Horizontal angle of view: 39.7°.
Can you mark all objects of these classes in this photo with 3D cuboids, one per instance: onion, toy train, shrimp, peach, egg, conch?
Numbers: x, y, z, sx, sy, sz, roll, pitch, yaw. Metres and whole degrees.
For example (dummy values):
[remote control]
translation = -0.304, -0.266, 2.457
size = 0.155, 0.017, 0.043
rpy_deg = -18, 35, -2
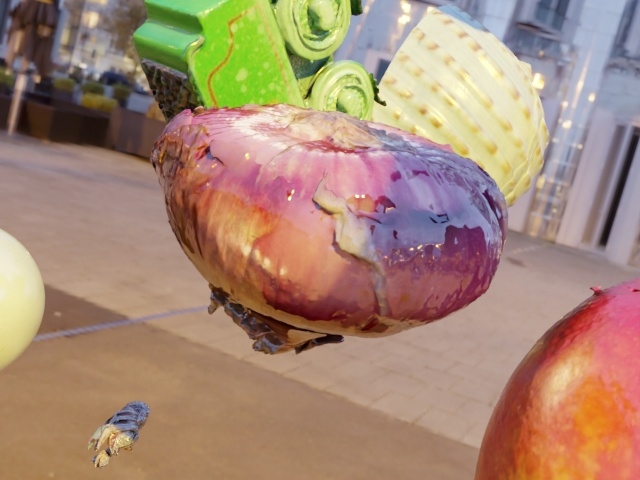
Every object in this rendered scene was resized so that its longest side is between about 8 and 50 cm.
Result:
[onion]
translation = 0.000, 0.000, 0.567
size = 0.230, 0.163, 0.230
rpy_deg = 12, 10, -2
[toy train]
translation = -0.056, -0.149, 0.813
size = 0.188, 0.243, 0.132
rpy_deg = -37, 40, -23
[shrimp]
translation = -0.177, 0.171, 0.771
size = 0.029, 0.038, 0.092
rpy_deg = 11, 15, 18
[peach]
translation = 0.305, 0.216, 0.766
size = 0.370, 0.370, 0.370
rpy_deg = 15, 7, -2
[egg]
translation = -0.414, 0.068, 0.977
size = 0.264, 0.182, 0.183
rpy_deg = -7, -11, 43
[conch]
translation = 0.171, -0.124, 1.124
size = 0.215, 0.319, 0.303
rpy_deg = 21, -18, 19
